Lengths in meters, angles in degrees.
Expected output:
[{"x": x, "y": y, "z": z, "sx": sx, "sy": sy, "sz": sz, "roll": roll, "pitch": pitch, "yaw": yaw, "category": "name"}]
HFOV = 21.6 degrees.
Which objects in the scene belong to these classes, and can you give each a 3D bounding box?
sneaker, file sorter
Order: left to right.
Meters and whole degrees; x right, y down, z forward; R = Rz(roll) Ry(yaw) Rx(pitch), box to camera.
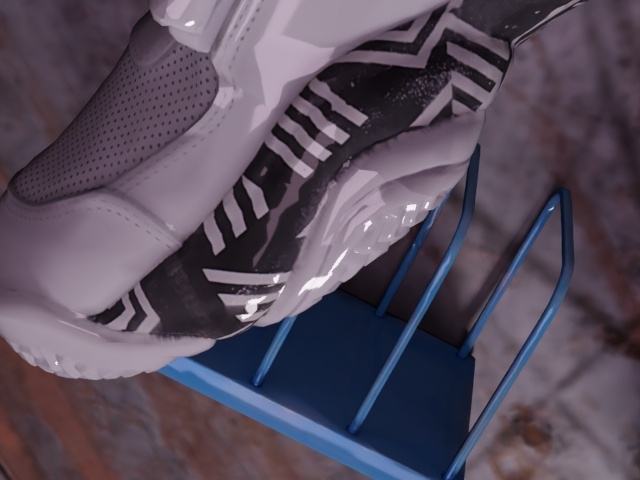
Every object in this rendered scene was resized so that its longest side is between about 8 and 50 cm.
[{"x": 0.000, "y": -0.131, "z": 0.446, "sx": 0.366, "sy": 0.137, "sz": 0.210, "roll": -38, "pitch": 107, "yaw": 18, "category": "sneaker"}, {"x": 0.000, "y": 0.000, "z": 0.640, "sx": 0.170, "sy": 0.118, "sz": 0.104, "roll": 26, "pitch": 112, "yaw": -3, "category": "file sorter"}]
